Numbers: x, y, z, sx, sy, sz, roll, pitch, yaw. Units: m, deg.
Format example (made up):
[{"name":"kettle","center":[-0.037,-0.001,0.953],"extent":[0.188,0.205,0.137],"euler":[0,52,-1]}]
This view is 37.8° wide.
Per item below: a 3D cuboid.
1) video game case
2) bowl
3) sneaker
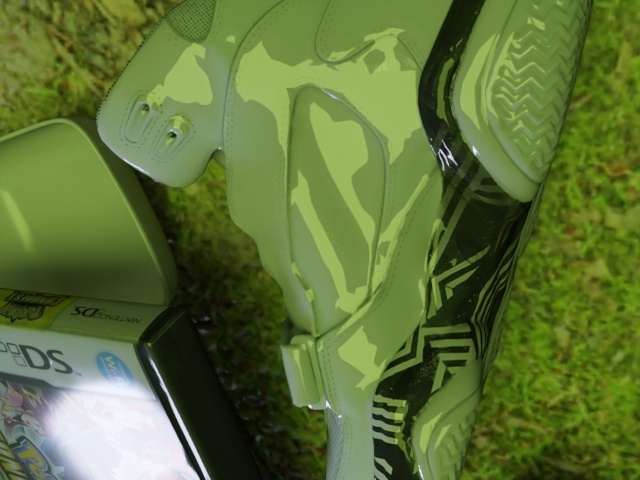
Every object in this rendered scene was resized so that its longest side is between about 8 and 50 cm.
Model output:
[{"name":"video game case","center":[-0.136,0.150,0.593],"extent":[0.248,0.035,0.275],"euler":[2,124,35]},{"name":"bowl","center":[-0.163,-0.004,0.593],"extent":[0.142,0.053,0.142],"euler":[-19,104,24]},{"name":"sneaker","center":[0.000,0.000,0.497],"extent":[0.210,0.137,0.366],"euler":[16,111,13]}]
